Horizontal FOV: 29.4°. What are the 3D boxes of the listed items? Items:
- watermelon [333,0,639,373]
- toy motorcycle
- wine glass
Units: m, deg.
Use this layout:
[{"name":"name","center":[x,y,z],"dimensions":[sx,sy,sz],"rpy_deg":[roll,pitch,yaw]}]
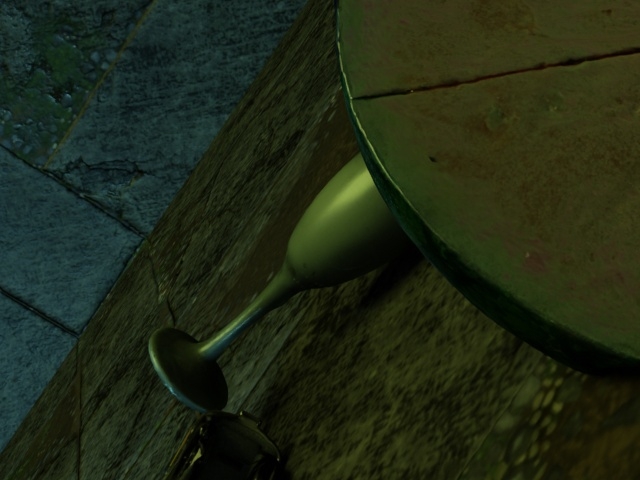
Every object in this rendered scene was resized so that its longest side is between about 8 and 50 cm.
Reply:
[{"name":"watermelon","center":[0.137,-0.071,0.798],"dimensions":[0.292,0.319,0.222],"rpy_deg":[-54,-21,-16]},{"name":"toy motorcycle","center":[-0.117,0.257,1.006],"dimensions":[0.263,0.091,0.157],"rpy_deg":[-63,8,-32]},{"name":"wine glass","center":[0.000,0.000,1.157],"dimensions":[0.309,0.096,0.264],"rpy_deg":[-41,7,20]}]
